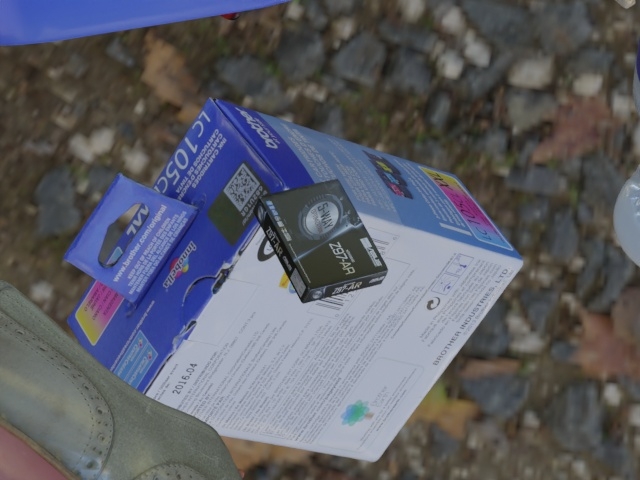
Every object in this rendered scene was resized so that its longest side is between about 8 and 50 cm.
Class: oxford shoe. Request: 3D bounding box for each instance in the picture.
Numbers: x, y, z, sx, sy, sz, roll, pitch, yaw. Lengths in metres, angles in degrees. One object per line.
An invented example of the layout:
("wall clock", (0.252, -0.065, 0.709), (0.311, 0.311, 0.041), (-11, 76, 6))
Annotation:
("oxford shoe", (-0.043, 0.149, 0.856), (0.123, 0.130, 0.348), (-28, 116, 40))

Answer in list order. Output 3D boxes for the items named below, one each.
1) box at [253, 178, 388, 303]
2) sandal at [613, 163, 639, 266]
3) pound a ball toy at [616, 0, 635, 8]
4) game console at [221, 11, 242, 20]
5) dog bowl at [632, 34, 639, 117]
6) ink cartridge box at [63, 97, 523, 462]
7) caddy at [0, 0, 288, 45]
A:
("box", (0.000, 0.000, 1.381), (0.067, 0.083, 0.018), (-13, 151, -29))
("sandal", (0.461, -0.117, 1.894), (0.416, 0.102, 0.169), (-34, 69, 10))
("pound a ball toy", (0.266, -0.374, 1.716), (0.208, 0.319, 0.136), (-27, 138, -5))
("game console", (-0.068, -0.251, 1.528), (0.144, 0.124, 0.085), (31, 144, 43))
("dog bowl", (0.377, -0.143, 1.510), (0.264, 0.265, 0.104), (7, 128, 7))
("ink cartridge box", (-0.041, 0.039, 1.804), (0.395, 0.151, 0.270), (15, 117, -46))
("caddy", (-0.114, -0.242, 1.035), (0.341, 0.241, 0.179), (-11, 129, -10))
